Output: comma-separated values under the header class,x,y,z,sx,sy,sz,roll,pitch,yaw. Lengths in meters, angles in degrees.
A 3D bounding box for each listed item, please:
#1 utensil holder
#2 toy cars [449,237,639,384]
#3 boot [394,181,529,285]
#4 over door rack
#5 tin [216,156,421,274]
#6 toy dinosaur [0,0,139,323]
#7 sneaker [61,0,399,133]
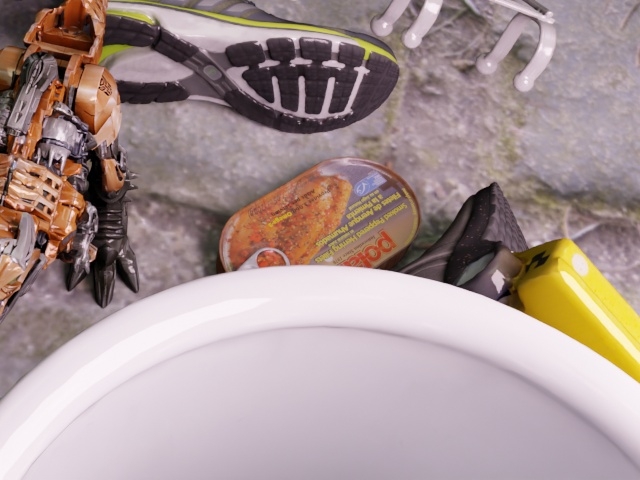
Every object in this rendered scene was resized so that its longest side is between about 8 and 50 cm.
class,x,y,z,sx,sy,sz,roll,pitch,yaw
utensil holder,-0.016,0.249,0.525,0.328,0.385,0.327,8,53,-10
toy cars,0.095,0.131,0.642,0.176,0.393,0.087,21,46,24
boot,0.046,0.060,0.838,0.223,0.338,0.118,-24,92,15
over door rack,0.072,-0.257,1.085,0.240,0.108,0.324,18,31,-16
tin,0.000,0.000,0.942,0.190,0.040,0.106,-32,64,-33
toy dinosaur,-0.188,-0.065,0.820,0.164,0.218,0.322,29,52,7
sneaker,-0.075,-0.181,1.015,0.300,0.111,0.121,10,47,-12
